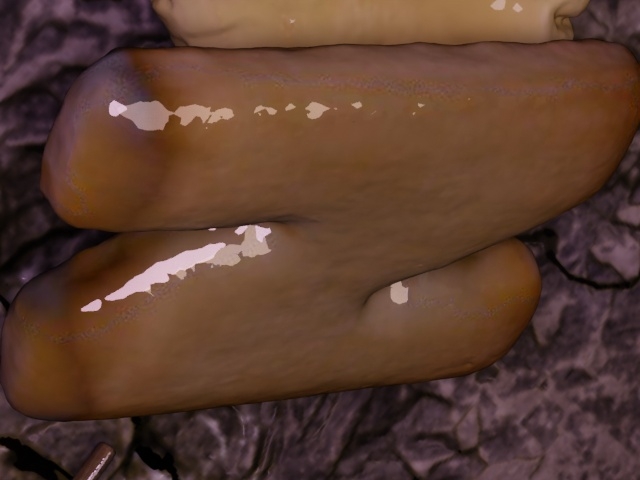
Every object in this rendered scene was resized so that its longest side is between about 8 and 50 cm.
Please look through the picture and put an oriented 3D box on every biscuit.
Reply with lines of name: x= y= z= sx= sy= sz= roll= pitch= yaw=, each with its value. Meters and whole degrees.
biscuit: x=0.000 y=0.000 z=0.874 sx=0.291 sy=0.062 sz=0.237 roll=-4 pitch=141 yaw=-26

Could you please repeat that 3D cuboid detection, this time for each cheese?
cheese: x=0.024 y=-0.145 z=0.883 sx=0.226 sy=0.117 sz=0.214 roll=-26 pitch=117 yaw=-13

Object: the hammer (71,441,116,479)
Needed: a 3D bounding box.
hammer: x=-0.159 y=0.177 z=0.910 sx=0.017 sy=0.062 sz=0.182 roll=43 pitch=77 yaw=-28
